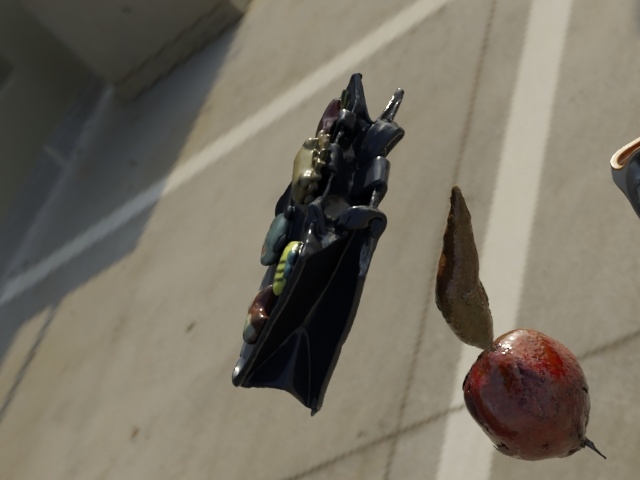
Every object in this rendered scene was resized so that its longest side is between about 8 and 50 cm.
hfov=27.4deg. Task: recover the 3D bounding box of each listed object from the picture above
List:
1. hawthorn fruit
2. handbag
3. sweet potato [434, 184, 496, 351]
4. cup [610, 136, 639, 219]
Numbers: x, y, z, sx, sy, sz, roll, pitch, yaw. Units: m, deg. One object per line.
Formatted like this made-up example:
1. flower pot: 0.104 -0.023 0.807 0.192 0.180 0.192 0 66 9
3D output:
1. hawthorn fruit: 0.321 0.239 1.910 0.235 0.181 0.181 40 89 28
2. handbag: 0.000 0.000 1.562 0.329 0.121 0.303 112 173 -50
3. sweet potato: 0.161 0.043 1.541 0.068 0.226 0.068 -12 23 5
4. cup: 0.561 -0.116 1.908 0.264 0.182 0.226 -35 40 -25
